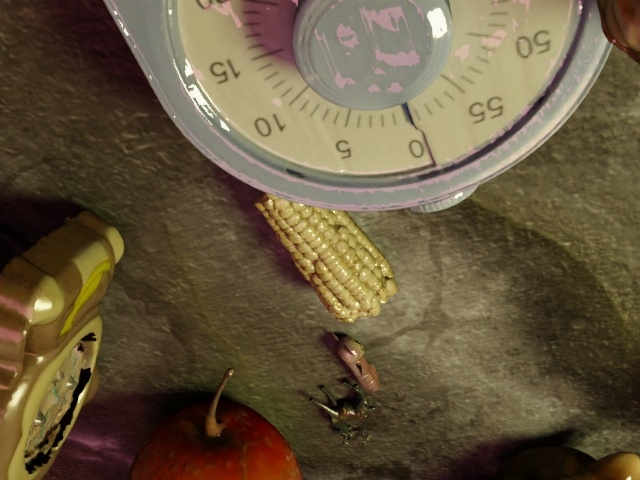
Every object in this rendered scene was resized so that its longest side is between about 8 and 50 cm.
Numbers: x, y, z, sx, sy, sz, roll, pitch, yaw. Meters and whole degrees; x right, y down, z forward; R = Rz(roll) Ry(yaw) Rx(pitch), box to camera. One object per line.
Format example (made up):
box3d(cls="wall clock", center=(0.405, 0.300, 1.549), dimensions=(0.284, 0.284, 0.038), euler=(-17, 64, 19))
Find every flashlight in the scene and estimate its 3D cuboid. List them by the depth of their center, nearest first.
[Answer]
box3d(cls="flashlight", center=(0.048, 0.152, 0.956), dimensions=(0.031, 0.052, 0.110), euler=(-42, 130, -10))

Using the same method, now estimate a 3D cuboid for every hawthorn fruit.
box3d(cls="hawthorn fruit", center=(-0.137, 0.317, 0.994), dimensions=(0.235, 0.263, 0.231), euler=(-15, 163, 25))

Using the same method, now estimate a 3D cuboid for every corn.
box3d(cls="corn", center=(0.000, 0.000, 0.809), dimensions=(0.087, 0.087, 0.211), euler=(-27, 119, 22))

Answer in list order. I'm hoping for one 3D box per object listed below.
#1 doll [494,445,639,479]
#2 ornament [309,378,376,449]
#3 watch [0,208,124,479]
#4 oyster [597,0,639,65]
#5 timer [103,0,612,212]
box3d(cls="doll", center=(0.381, 0.411, 1.062), dimensions=(0.339, 0.209, 0.318), euler=(37, 89, -26))
box3d(cls="ornament", center=(0.042, 0.235, 1.025), dimensions=(0.073, 0.028, 0.125), euler=(-18, 124, 17))
box3d(cls="watch", center=(-0.415, 0.096, 0.813), dimensions=(0.326, 0.314, 0.335), euler=(21, 113, 0))
box3d(cls="oyster", center=(0.287, -0.214, 0.496), dimensions=(0.133, 0.337, 0.198), euler=(22, 146, 44))
box3d(cls="timer", center=(0.046, -0.178, 0.604), dimensions=(0.395, 0.173, 0.395), euler=(1, 128, 1))
